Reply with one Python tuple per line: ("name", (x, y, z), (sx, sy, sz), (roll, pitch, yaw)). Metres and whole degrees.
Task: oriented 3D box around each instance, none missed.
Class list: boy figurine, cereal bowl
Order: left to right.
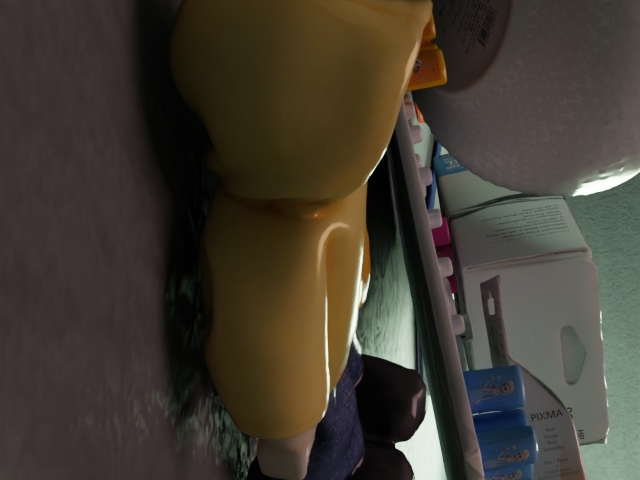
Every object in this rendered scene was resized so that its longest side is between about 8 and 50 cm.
("boy figurine", (0.000, 0.000, 0.502), (0.285, 0.092, 0.177), (87, 13, -47))
("cereal bowl", (0.170, -0.204, 1.054), (0.339, 0.141, 0.339), (7, -82, 59))

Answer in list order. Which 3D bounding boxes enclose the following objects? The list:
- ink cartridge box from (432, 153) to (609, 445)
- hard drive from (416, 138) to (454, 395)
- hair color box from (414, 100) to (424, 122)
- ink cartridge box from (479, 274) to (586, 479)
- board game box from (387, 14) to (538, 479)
("ink cartridge box", (0.209, 0.052, 1.325), (0.307, 0.129, 0.223), (-91, 171, -66))
("hard drive", (0.164, 0.021, 1.656), (0.318, 0.040, 0.210), (-77, 166, -50))
("hair color box", (0.128, -0.183, 1.370), (0.141, 0.043, 0.072), (60, 33, -75))
("ink cartridge box", (0.162, 0.116, 0.948), (0.145, 0.045, 0.179), (65, 17, -85))
("board game box", (0.109, 0.071, 1.006), (0.390, 0.050, 0.390), (76, 4, -59))
